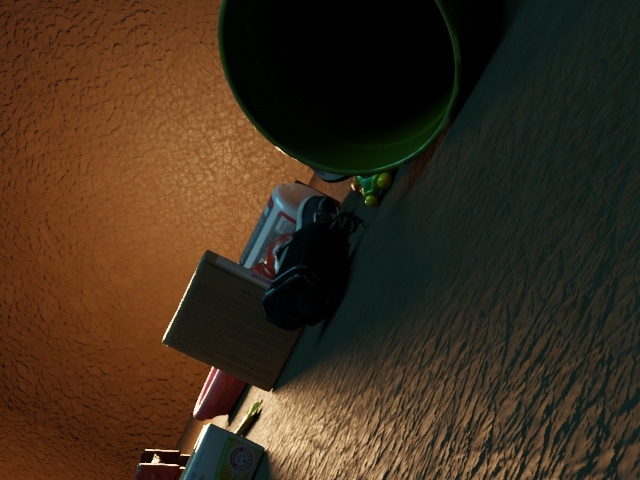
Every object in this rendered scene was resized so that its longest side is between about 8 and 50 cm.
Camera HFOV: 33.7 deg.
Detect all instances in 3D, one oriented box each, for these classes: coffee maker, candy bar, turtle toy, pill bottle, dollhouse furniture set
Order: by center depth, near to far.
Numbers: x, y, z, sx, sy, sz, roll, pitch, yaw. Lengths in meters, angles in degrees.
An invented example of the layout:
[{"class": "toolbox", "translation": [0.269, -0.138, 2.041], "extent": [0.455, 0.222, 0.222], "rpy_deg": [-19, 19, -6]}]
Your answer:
[{"class": "coffee maker", "translation": [-0.015, 0.046, 1.772], "extent": [0.171, 0.120, 0.178], "rpy_deg": [-61, 7, 26]}, {"class": "turtle toy", "translation": [0.094, -0.126, 1.795], "extent": [0.130, 0.066, 0.095], "rpy_deg": [-59, 7, 44]}, {"class": "dollhouse furniture set", "translation": [-0.296, 0.597, 2.012], "extent": [0.201, 0.152, 0.374], "rpy_deg": [167, 111, -83]}, {"class": "candy bar", "translation": [-0.150, 0.367, 2.137], "extent": [0.040, 0.018, 0.161], "rpy_deg": [-64, 3, -39]}, {"class": "pill bottle", "translation": [-0.083, 0.031, 2.298], "extent": [0.283, 0.161, 0.161], "rpy_deg": [-62, 6, 26]}]

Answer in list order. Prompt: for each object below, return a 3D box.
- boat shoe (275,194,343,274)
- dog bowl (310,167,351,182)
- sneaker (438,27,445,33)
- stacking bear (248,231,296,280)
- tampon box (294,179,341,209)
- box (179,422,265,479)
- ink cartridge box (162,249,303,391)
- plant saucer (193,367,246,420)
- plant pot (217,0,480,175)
[{"class": "boat shoe", "translation": [0.000, 0.000, 2.036], "extent": [0.091, 0.114, 0.303], "rpy_deg": [-13, 30, 22]}, {"class": "dog bowl", "translation": [0.046, -0.330, 2.137], "extent": [0.408, 0.150, 0.408], "rpy_deg": [-46, 30, 35]}, {"class": "sneaker", "translation": [0.216, -0.422, 1.869], "extent": [0.108, 0.121, 0.302], "rpy_deg": [-67, -16, -4]}, {"class": "stacking bear", "translation": [-0.101, 0.115, 2.166], "extent": [0.289, 0.164, 0.175], "rpy_deg": [-58, 7, 16]}, {"class": "tampon box", "translation": [-0.045, -0.032, 2.438], "extent": [0.161, 0.120, 0.101], "rpy_deg": [-61, 6, 37]}, {"class": "box", "translation": [-0.184, 0.417, 1.759], "extent": [0.203, 0.103, 0.114], "rpy_deg": [-66, 5, -16]}, {"class": "ink cartridge box", "translation": [-0.160, 0.156, 2.049], "extent": [0.193, 0.234, 0.088], "rpy_deg": [-62, 6, 13]}, {"class": "plant saucer", "translation": [-0.226, 0.325, 2.754], "extent": [0.332, 0.084, 0.332], "rpy_deg": [-62, 5, 10]}, {"class": "plant pot", "translation": [0.086, -0.338, 1.610], "extent": [0.366, 0.366, 0.353], "rpy_deg": [-60, -5, 38]}]
